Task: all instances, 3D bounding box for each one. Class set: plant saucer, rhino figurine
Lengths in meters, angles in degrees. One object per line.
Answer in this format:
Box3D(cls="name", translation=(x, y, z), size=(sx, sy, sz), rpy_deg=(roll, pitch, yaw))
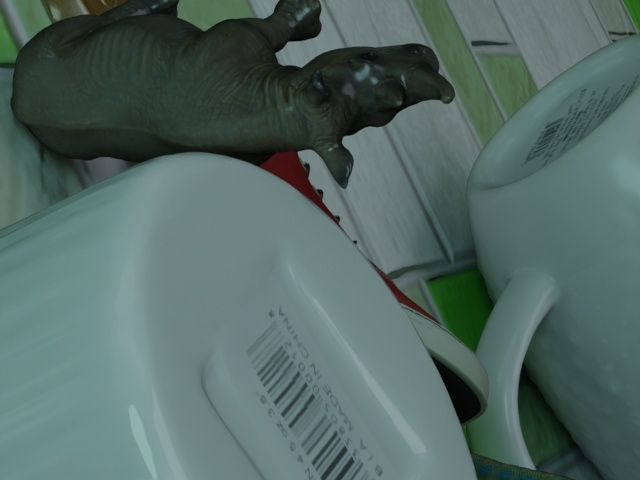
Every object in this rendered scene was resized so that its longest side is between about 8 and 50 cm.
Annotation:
Box3D(cls="plant saucer", translation=(-0.120, -0.129, 0.950), size=(0.083, 0.015, 0.083), rpy_deg=(42, 32, -35))
Box3D(cls="rhino figurine", translation=(-0.042, -0.070, 0.811), size=(0.106, 0.243, 0.073), rpy_deg=(-37, 126, -45))

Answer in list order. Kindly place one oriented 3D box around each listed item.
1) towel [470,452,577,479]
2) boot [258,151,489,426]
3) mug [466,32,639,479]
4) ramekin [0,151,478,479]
Box3D(cls="towel", translation=(0.188, 0.194, 0.859), size=(0.271, 0.370, 0.040), rpy_deg=(45, 71, -26))
Box3D(cls="boot", translation=(0.000, 0.000, 0.969), size=(0.244, 0.088, 0.176), rpy_deg=(34, 36, -39))
Box3D(cls="mug", translation=(0.238, 0.064, 1.181), size=(0.328, 0.276, 0.374), rpy_deg=(49, 58, -14))
Box3D(cls="ramekin", translation=(-0.048, 0.098, 0.721), size=(0.277, 0.135, 0.277), rpy_deg=(43, 31, -34))
